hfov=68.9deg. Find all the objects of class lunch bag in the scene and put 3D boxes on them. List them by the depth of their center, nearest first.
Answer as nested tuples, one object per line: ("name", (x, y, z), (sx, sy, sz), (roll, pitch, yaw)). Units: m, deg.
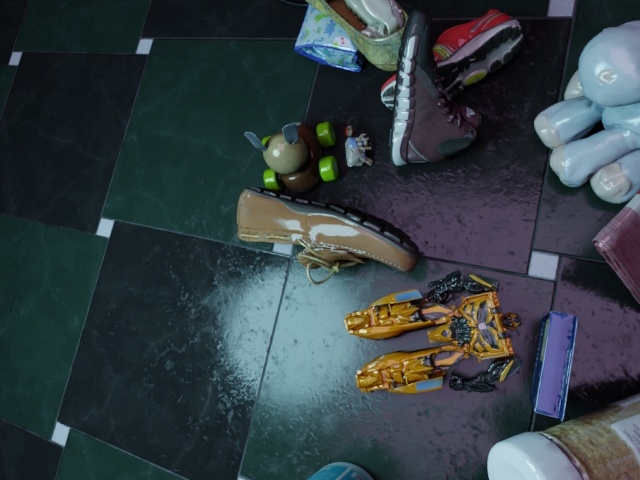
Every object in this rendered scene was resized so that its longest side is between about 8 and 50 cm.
("lunch bag", (0.032, -0.446, 0.994), (0.151, 0.096, 0.128), (18, 85, 13))

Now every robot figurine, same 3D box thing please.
("robot figurine", (0.196, 0.168, 0.809), (0.291, 0.085, 0.210), (-16, 75, 17))

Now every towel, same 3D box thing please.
("towel", (0.539, -0.067, 0.663), (0.329, 0.237, 0.037), (-51, 33, 4))

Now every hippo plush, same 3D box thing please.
("hippo plush", (0.482, -0.191, 0.695), (0.295, 0.236, 0.234), (19, 86, 23))

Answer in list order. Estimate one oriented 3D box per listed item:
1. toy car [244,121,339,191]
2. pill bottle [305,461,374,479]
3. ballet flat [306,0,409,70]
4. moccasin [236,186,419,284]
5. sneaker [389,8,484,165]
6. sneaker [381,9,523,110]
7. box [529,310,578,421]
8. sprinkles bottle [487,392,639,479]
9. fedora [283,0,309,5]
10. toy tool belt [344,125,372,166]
("toy car", (-0.067, -0.188, 0.925), (0.155, 0.188, 0.148), (-9, 76, 18))
("pill bottle", (0.003, 0.450, 0.725), (0.146, 0.264, 0.146), (-5, 77, 20))
("ballet flat", (0.053, -0.471, 0.884), (0.123, 0.123, 0.348), (-40, 76, 9))
("moccasin", (-0.001, 0.000, 0.893), (0.380, 0.139, 0.146), (14, 98, 19))
("sneaker", (0.212, -0.257, 0.823), (0.163, 0.281, 0.106), (5, 46, 6))
("sneaker", (0.243, -0.346, 0.908), (0.279, 0.107, 0.118), (-25, 51, 13))
("box", (0.335, 0.176, 0.679), (0.037, 0.225, 0.136), (10, 82, 23))
("sprinkles bottle", (0.396, 0.271, 0.599), (0.356, 0.121, 0.121), (-10, 72, -18))
("fedora", (-0.022, -0.697, 1.036), (0.334, 0.152, 0.333), (-4, 77, 19))
("toy tool belt", (0.078, -0.193, 0.954), (0.051, 0.052, 0.083), (-3, 79, -12))
